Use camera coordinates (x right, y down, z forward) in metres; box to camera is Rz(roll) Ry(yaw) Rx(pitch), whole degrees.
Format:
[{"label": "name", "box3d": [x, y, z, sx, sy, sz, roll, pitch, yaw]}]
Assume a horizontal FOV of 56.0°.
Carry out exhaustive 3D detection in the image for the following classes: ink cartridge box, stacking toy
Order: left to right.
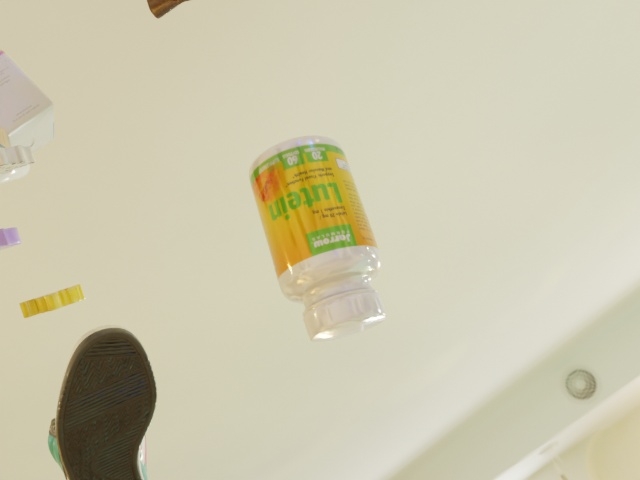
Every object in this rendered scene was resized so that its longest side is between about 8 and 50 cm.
[{"label": "stacking toy", "box3d": [-0.323, 0.008, 0.531, 0.052, 0.166, 0.221, -15, 5, 26]}, {"label": "ink cartridge box", "box3d": [-0.375, -0.178, 0.646, 0.061, 0.181, 0.104, -46, 8, -26]}]

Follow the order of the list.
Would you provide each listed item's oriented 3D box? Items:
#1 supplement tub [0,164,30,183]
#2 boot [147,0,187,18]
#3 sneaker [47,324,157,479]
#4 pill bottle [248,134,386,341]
[{"label": "supplement tub", "box3d": [-0.668, -0.234, 1.015, 0.241, 0.241, 0.331, -20, -76, -14]}, {"label": "boot", "box3d": [-0.257, -0.441, 1.009, 0.114, 0.106, 0.037, -12, 10, 30]}, {"label": "sneaker", "box3d": [-0.265, 0.214, 0.737, 0.124, 0.178, 0.295, -5, -70, -29]}, {"label": "pill bottle", "box3d": [0.000, 0.000, 0.786, 0.136, 0.245, 0.136, -16, -19, -6]}]
